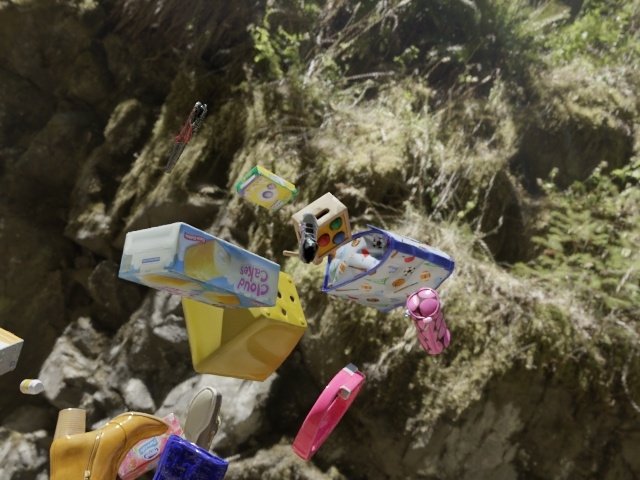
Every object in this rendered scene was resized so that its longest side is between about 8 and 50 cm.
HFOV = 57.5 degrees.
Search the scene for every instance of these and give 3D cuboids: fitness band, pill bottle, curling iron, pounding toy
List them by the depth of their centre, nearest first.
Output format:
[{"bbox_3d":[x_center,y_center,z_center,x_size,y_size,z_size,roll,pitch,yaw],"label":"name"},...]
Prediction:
[{"bbox_3d":[0.025,0.404,1.381,0.054,0.209,0.291,31,12,16],"label":"fitness band"},{"bbox_3d":[-0.359,-0.260,1.516,0.035,0.068,0.274,25,-40,-21],"label":"curling iron"},{"bbox_3d":[-0.007,0.009,1.587,0.094,0.181,0.206,44,-21,36],"label":"pounding toy"},{"bbox_3d":[-0.899,0.457,1.822,0.083,0.043,0.043,-9,-41,37],"label":"pill bottle"}]

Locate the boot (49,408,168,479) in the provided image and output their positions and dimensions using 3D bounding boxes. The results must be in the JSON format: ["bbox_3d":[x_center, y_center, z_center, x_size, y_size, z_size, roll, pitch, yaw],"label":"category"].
[{"bbox_3d":[-0.498,0.524,1.395,0.295,0.211,0.104,20,-48,-38],"label":"boot"}]

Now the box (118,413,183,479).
[{"bbox_3d":[-0.629,0.765,2.150,0.123,0.256,0.128,55,-23,21],"label":"box"}]

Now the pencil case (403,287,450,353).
[{"bbox_3d":[0.275,0.212,1.475,0.209,0.095,0.098,59,9,-49],"label":"pencil case"}]

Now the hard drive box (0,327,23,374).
[{"bbox_3d":[-0.877,0.272,1.404,0.181,0.089,0.232,25,11,6],"label":"hard drive box"}]

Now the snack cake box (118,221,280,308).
[{"bbox_3d":[-0.218,0.057,1.094,0.152,0.089,0.264,-9,-23,36],"label":"snack cake box"}]

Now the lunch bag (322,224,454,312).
[{"bbox_3d":[0.250,0.092,2.148,0.327,0.239,0.385,18,-26,-30],"label":"lunch bag"}]

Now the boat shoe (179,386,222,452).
[{"bbox_3d":[-0.408,0.648,2.032,0.096,0.325,0.116,10,17,-44],"label":"boat shoe"}]

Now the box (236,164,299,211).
[{"bbox_3d":[-0.157,-0.151,1.784,0.105,0.043,0.179,-38,-41,28],"label":"box"}]

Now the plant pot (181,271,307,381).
[{"bbox_3d":[-0.156,0.168,1.294,0.187,0.212,0.212,-36,-36,25],"label":"plant pot"}]

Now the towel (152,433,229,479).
[{"bbox_3d":[-0.438,0.784,1.794,0.227,0.308,0.076,17,-11,23],"label":"towel"}]

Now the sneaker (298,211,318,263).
[{"bbox_3d":[-0.018,-0.003,1.078,0.038,0.098,0.069,0,4,-10],"label":"sneaker"}]
